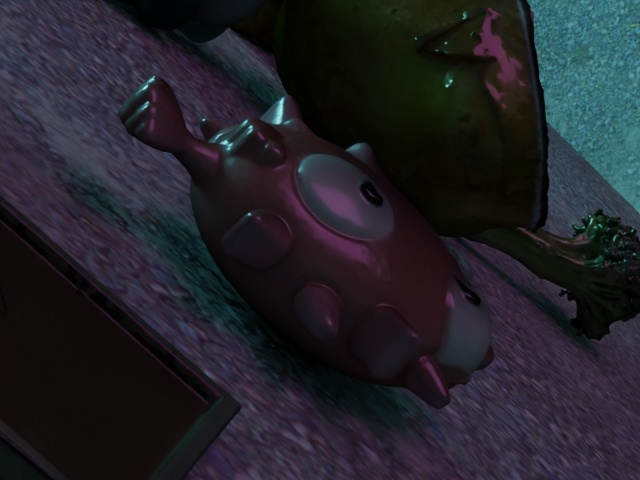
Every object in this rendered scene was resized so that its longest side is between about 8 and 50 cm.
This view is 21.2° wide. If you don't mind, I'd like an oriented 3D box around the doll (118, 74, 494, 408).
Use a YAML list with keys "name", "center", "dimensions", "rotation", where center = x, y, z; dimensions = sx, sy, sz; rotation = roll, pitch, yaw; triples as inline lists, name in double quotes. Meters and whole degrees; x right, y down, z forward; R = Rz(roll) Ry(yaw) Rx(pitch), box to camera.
- name: "doll"
  center: [0.000, 0.000, 0.894]
  dimensions: [0.262, 0.093, 0.211]
  rotation: [39, 18, -23]

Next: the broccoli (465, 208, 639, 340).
- name: "broccoli"
  center: [0.206, 0.007, 1.542]
  dimensions: [0.204, 0.118, 0.122]
  rotation: [24, 38, -17]

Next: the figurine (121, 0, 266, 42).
- name: "figurine"
  center: [-0.098, -0.221, 1.333]
  dimensions: [0.192, 0.147, 0.126]
  rotation: [2, 56, -43]

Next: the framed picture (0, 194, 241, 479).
- name: "framed picture"
  center: [-0.141, 0.005, 0.619]
  dimensions: [0.250, 0.016, 0.184]
  rotation: [41, 12, 0]

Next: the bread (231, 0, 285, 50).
- name: "bread"
  center: [-0.073, -0.275, 1.680]
  dimensions: [0.222, 0.096, 0.181]
  rotation: [49, 16, 30]

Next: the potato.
- name: "potato"
  center: [0.066, -0.125, 1.378]
  dimensions: [0.246, 0.196, 0.300]
  rotation: [84, -3, -52]
